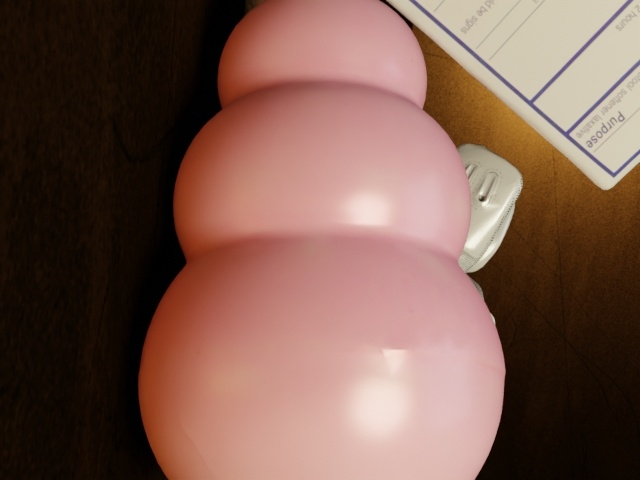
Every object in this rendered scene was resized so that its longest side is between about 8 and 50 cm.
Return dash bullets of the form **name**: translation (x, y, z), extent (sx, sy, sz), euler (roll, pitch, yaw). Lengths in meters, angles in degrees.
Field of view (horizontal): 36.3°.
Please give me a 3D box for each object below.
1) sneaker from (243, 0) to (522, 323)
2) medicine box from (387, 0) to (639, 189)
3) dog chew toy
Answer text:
- **sneaker**: translation (0.048, -0.094, 0.745), extent (0.137, 0.210, 0.366), euler (30, 66, -82)
- **medicine box**: translation (0.169, -0.231, 0.607), extent (0.263, 0.289, 0.149), euler (-47, -171, 27)
- **dog chew toy**: translation (0.000, 0.000, 0.579), extent (0.206, 0.206, 0.332), euler (70, 19, -72)
